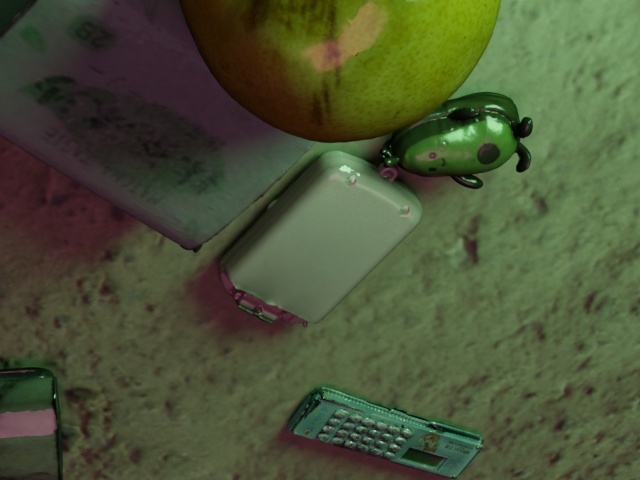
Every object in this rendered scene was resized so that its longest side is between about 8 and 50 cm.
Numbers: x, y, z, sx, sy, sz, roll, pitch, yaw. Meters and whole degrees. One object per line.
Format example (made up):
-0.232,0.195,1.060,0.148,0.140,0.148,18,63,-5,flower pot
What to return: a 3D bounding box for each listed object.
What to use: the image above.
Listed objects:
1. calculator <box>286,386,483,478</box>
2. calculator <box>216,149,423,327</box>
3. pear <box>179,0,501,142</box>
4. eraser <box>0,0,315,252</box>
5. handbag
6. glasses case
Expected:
0.058,0.165,1.561,0.172,0.018,0.057,19,127,-25,calculator
0.000,0.000,1.396,0.100,0.032,0.175,28,120,-30,calculator
0.019,-0.164,1.152,0.208,0.209,0.209,-5,131,-5,pear
-0.127,-0.105,1.252,0.227,0.081,0.174,32,119,-32,eraser
0.096,-0.071,1.341,0.111,0.047,0.072,-9,131,-4,handbag
-0.357,0.162,1.458,0.299,0.060,0.114,-3,128,-7,glasses case
